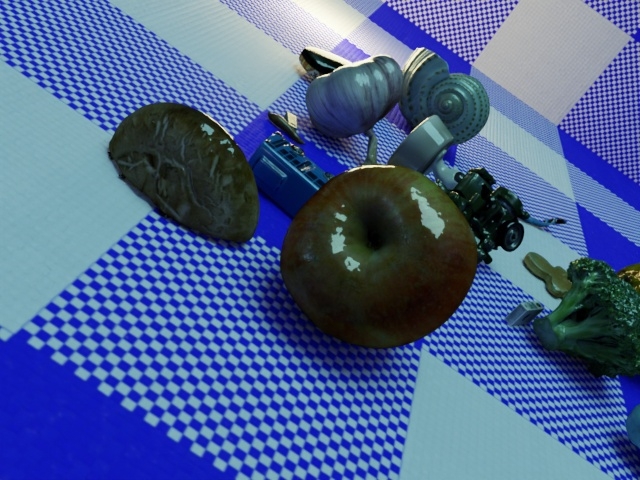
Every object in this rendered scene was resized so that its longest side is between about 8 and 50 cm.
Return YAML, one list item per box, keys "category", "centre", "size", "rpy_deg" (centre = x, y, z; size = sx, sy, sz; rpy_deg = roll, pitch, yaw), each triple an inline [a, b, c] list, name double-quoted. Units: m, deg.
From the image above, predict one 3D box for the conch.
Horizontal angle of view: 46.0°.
- category: "conch"
  centre: [0.342, -0.406, 2.225]
  size: [0.303, 0.215, 0.319]
  rpy_deg: [43, -4, 1]

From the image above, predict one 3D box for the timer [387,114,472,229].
- category: "timer"
  centre: [0.314, -0.155, 1.844]
  size: [0.266, 0.175, 0.175]
  rpy_deg: [45, 28, 8]

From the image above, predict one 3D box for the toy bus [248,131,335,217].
- category: "toy bus"
  centre: [-0.053, -0.114, 1.425]
  size: [0.184, 0.090, 0.106]
  rpy_deg: [40, 29, 7]

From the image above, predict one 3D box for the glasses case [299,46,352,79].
- category: "glasses case"
  centre: [0.080, -0.453, 2.124]
  size: [0.321, 0.082, 0.122]
  rpy_deg: [20, 32, -32]

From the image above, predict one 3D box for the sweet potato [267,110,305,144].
- category: "sweet potato"
  centre: [-0.078, -0.253, 1.689]
  size: [0.115, 0.026, 0.026]
  rpy_deg: [43, 28, 10]

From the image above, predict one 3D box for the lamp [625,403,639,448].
- category: "lamp"
  centre: [0.697, 0.414, 1.392]
  size: [0.284, 0.147, 0.209]
  rpy_deg: [51, 28, 11]

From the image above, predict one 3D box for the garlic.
- category: "garlic"
  centre: [0.095, -0.291, 1.787]
  size: [0.245, 0.245, 0.253]
  rpy_deg: [-14, 87, -57]

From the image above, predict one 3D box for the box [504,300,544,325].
- category: "box"
  centre: [0.434, 0.155, 1.602]
  size: [0.083, 0.054, 0.024]
  rpy_deg: [2, 47, -48]

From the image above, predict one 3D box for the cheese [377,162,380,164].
- category: "cheese"
  centre: [0.131, -0.081, 1.652]
  size: [0.085, 0.034, 0.400]
  rpy_deg: [38, 27, -7]

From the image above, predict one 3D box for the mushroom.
- category: "mushroom"
  centre: [-0.199, -0.127, 1.207]
  size: [0.285, 0.151, 0.156]
  rpy_deg: [37, 28, 2]

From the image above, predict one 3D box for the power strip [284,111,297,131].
- category: "power strip"
  centre: [-0.068, -0.271, 1.736]
  size: [0.027, 0.017, 0.083]
  rpy_deg: [23, 28, -20]

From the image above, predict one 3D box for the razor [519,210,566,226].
- category: "razor"
  centre: [0.594, -0.075, 2.170]
  size: [0.253, 0.042, 0.082]
  rpy_deg: [18, -10, -30]

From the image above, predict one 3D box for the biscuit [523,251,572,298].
- category: "biscuit"
  centre: [0.610, 0.113, 1.901]
  size: [0.234, 0.030, 0.153]
  rpy_deg: [39, 26, 6]

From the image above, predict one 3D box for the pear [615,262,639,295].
- category: "pear"
  centre: [0.785, 0.177, 1.748]
  size: [0.321, 0.269, 0.269]
  rpy_deg: [44, 18, -36]

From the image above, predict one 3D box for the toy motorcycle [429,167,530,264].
- category: "toy motorcycle"
  centre: [0.345, -0.070, 1.671]
  size: [0.275, 0.205, 0.127]
  rpy_deg: [51, -17, -28]

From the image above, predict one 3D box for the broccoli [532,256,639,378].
- category: "broccoli"
  centre: [0.576, 0.171, 1.579]
  size: [0.241, 0.269, 0.262]
  rpy_deg: [-15, 73, -15]

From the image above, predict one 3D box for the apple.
- category: "apple"
  centre: [0.095, 0.032, 1.180]
  size: [0.301, 0.301, 0.302]
  rpy_deg: [28, 28, -16]
